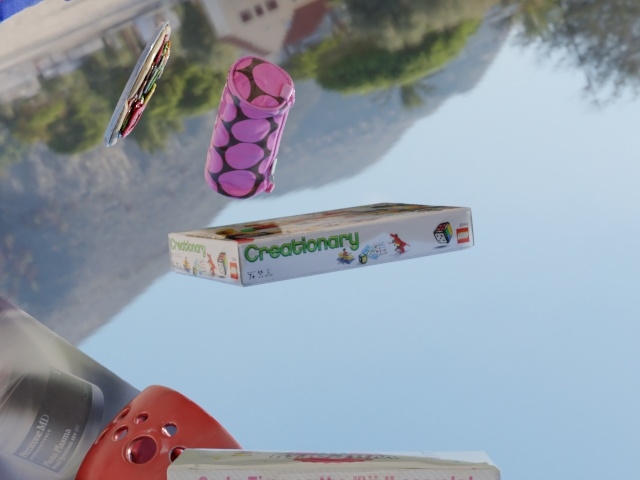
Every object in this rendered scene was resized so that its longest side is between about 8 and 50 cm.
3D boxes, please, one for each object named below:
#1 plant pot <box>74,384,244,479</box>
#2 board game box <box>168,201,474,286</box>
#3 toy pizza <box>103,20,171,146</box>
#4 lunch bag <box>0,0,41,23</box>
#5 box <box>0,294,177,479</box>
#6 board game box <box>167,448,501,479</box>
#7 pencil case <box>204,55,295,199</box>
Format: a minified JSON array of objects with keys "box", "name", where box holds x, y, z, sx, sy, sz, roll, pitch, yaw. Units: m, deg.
[{"box":[-0.176,0.274,1.305,0.174,0.191,0.191,-41,-161,-28],"name":"plant pot"},{"box":[0.000,0.000,1.450,0.305,0.053,0.193,-9,-173,-29],"name":"board game box"},{"box":[-0.255,-0.221,1.783,0.201,0.032,0.201,-62,-173,13],"name":"toy pizza"},{"box":[-0.410,-0.419,1.618,0.221,0.293,0.138,-36,160,-25],"name":"lunch bag"},{"box":[-0.364,0.274,1.455,0.183,0.294,0.296,-49,-172,51],"name":"box"},{"box":[0.010,0.299,0.847,0.224,0.303,0.097,0,178,2],"name":"board game box"},{"box":[-0.091,-0.145,1.646,0.095,0.098,0.209,-58,172,-35],"name":"pencil case"}]
